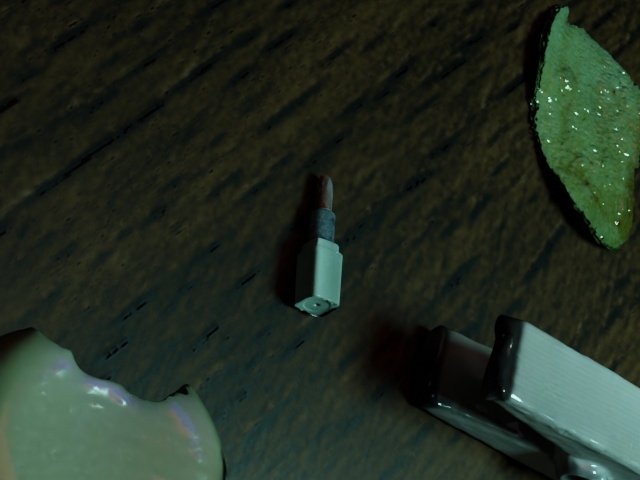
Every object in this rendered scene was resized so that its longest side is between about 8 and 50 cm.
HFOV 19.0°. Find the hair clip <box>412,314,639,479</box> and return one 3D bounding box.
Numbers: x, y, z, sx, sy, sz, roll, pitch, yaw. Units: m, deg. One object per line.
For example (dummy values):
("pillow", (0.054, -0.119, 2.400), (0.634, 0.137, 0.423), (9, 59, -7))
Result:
("hair clip", (0.219, 0.156, 1.433), (0.331, 0.101, 0.085), (32, 53, -29))

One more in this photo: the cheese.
("cheese", (-0.187, 0.115, 1.124), (0.286, 0.082, 0.163), (32, 56, -26))

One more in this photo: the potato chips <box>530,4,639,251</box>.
("potato chips", (0.226, -0.096, 1.572), (0.142, 0.026, 0.209), (-20, 86, -38))

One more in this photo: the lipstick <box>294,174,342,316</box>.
("lipstick", (0.000, 0.000, 1.353), (0.025, 0.025, 0.107), (23, 55, -32))
